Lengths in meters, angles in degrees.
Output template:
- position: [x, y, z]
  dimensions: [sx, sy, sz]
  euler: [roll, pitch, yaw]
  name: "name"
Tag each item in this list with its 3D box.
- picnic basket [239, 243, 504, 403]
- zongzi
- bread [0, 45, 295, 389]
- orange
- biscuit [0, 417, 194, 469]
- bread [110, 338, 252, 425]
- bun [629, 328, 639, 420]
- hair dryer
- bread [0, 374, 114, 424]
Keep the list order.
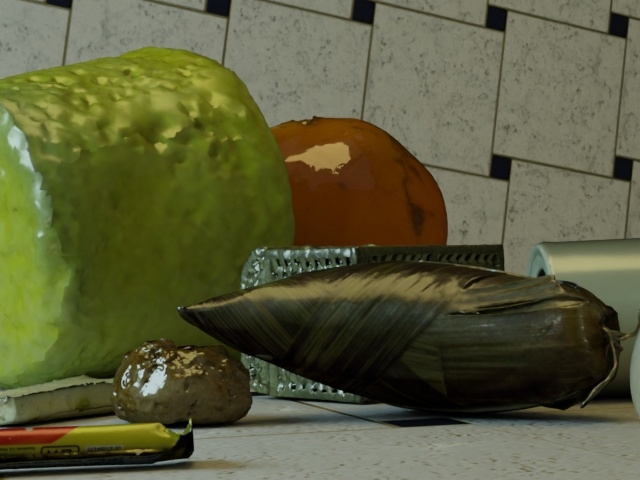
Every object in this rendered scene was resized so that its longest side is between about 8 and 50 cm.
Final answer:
- position: [0.044, 0.068, 1.358]
  dimensions: [0.154, 0.134, 0.196]
  euler: [-4, -2, 44]
  name: "picnic basket"
- position: [0.063, 0.067, 1.080]
  dimensions: [0.241, 0.111, 0.247]
  euler: [4, -3, -37]
  name: "zongzi"
- position: [-0.222, -0.013, 1.544]
  dimensions: [0.348, 0.348, 0.308]
  euler: [-3, 8, 42]
  name: "bread"
- position: [0.000, 0.000, 1.836]
  dimensions: [0.312, 0.312, 0.312]
  euler: [-1, -1, 0]
  name: "orange"
- position: [-0.211, 0.116, 0.842]
  dimensions: [0.292, 0.026, 0.048]
  euler: [-1, -21, -12]
  name: "biscuit"
- position: [-0.107, 0.102, 1.119]
  dimensions: [0.082, 0.060, 0.113]
  euler: [3, -3, -43]
  name: "bread"
- position: [0.194, 0.071, 0.612]
  dimensions: [0.138, 0.094, 0.138]
  euler: [0, -36, 0]
  name: "bun"
- position: [0.267, 0.079, 1.372]
  dimensions: [0.203, 0.128, 0.362]
  euler: [-3, -9, -3]
  name: "hair dryer"
- position: [-0.204, 0.122, 1.188]
  dimensions: [0.068, 0.028, 0.153]
  euler: [-2, -1, 33]
  name: "bread"
